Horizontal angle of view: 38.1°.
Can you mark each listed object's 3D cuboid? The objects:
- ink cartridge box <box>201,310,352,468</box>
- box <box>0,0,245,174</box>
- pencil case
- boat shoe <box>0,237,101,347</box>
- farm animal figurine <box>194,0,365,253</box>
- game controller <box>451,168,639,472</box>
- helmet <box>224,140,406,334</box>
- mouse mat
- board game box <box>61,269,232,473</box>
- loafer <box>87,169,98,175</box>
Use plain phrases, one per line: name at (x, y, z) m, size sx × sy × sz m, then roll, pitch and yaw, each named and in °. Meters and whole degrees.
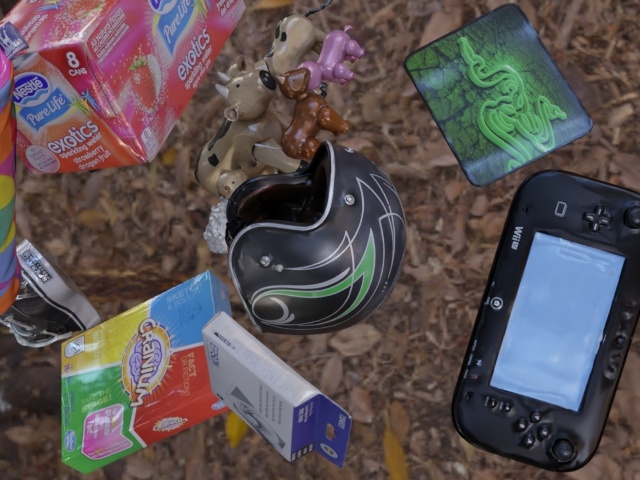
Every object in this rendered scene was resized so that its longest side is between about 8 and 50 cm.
ink cartridge box at (-0.062, 0.221, 1.252) m, size 0.224 × 0.045 × 0.223 m, roll 36°, pitch 154°, yaw 18°
box at (-0.180, -0.186, 0.829) m, size 0.128 × 0.123 × 0.257 m, roll -3°, pitch 42°, yaw 23°
pencil case at (-0.247, -0.040, 0.611) m, size 0.104 × 0.104 × 0.236 m, roll 58°, pitch 147°, yaw 31°
boat shoe at (-0.368, 0.086, 1.210) m, size 0.113 × 0.105 × 0.306 m, roll 49°, pitch 169°, yaw 3°
farm animal figurine at (-0.086, -0.181, 1.343) m, size 0.327 × 0.172 × 0.330 m, roll -56°, pitch 17°, yaw 26°
game controller at (0.256, 0.087, 1.012) m, size 0.067 × 0.166 × 0.319 m, roll -144°, pitch 70°, yaw -86°
helmet at (0.000, 0.000, 0.847) m, size 0.161 × 0.169 × 0.169 m, roll -19°, pitch 69°, yaw 2°
mouse mat at (0.198, -0.168, 1.052) m, size 0.152 × 0.007 × 0.190 m, roll -28°, pitch 72°, yaw 3°
board game box at (-0.289, 0.219, 1.556) m, size 0.316 × 0.064 × 0.242 m, roll -27°, pitch 48°, yaw 13°
loafer at (-0.401, -0.163, 1.519) m, size 0.078 × 0.080 × 0.220 m, roll -46°, pitch 33°, yaw -12°
